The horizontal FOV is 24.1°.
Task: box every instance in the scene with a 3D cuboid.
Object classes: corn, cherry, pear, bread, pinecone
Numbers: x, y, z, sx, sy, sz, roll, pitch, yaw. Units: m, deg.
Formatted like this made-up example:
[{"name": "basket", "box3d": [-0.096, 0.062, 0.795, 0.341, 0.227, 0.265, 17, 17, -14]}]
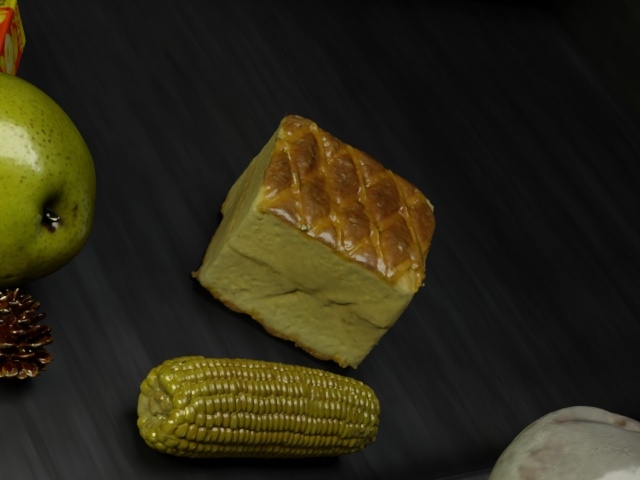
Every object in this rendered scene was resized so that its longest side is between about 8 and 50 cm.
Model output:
[{"name": "corn", "box3d": [-0.074, 0.219, 1.923, 0.344, 0.131, 0.131, 10, 42, -39]}, {"name": "cherry", "box3d": [0.347, 0.380, 1.979, 0.335, 0.291, 0.326, -2, 66, -27]}, {"name": "pear", "box3d": [-0.408, -0.071, 1.822, 0.294, 0.294, 0.294, 25, 34, -19]}, {"name": "bread", "box3d": [0.000, 0.000, 2.189, 0.279, 0.207, 0.279, 33, 32, -9]}, {"name": "pinecone", "box3d": [-0.370, 0.113, 1.794, 0.102, 0.102, 0.109, -3, 85, -46]}]

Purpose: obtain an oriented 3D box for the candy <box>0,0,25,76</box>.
[{"name": "candy", "box3d": [-0.497, -0.231, 2.052, 0.146, 0.088, 0.276, -1, 39, 3]}]
